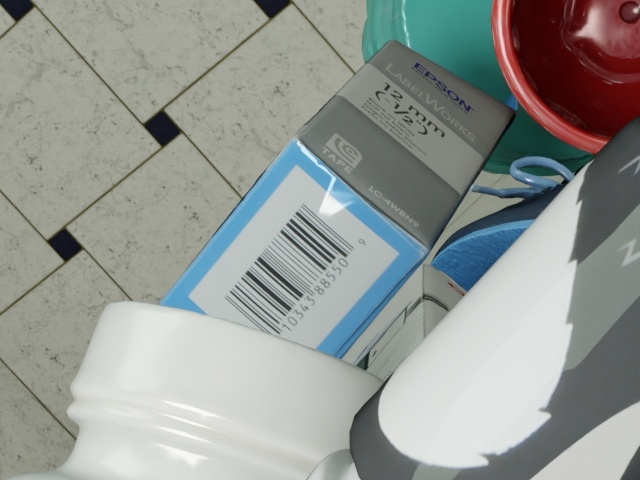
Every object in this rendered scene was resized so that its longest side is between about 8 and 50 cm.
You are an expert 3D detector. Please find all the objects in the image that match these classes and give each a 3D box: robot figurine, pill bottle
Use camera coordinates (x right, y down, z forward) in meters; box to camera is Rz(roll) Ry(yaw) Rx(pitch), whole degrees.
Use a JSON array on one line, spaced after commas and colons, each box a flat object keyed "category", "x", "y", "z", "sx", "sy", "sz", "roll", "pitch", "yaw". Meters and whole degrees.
[{"category": "robot figurine", "x": 0.107, "y": 0.070, "z": 0.596, "sx": 0.278, "sy": 0.173, "sz": 0.209, "roll": -48, "pitch": -37, "yaw": 12}, {"category": "pill bottle", "x": -0.072, "y": 0.193, "z": 0.714, "sx": 0.176, "sy": 0.176, "sz": 0.318, "roll": 148, "pitch": 141, "yaw": -75}]

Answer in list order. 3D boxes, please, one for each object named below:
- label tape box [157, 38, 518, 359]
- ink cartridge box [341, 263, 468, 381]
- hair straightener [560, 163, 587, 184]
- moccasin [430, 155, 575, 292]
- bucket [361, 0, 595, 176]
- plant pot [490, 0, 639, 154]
[{"category": "label tape box", "x": 0.000, "y": 0.000, "z": 1.280, "sx": 0.249, "sy": 0.115, "sz": 0.347, "roll": -51, "pitch": 2, "yaw": 26}, {"category": "ink cartridge box", "x": 0.079, "y": 0.096, "z": 0.891, "sx": 0.082, "sy": 0.140, "sz": 0.190, "roll": -51, "pitch": 4, "yaw": 7}, {"category": "hair straightener", "x": 0.155, "y": 0.022, "z": 1.441, "sx": 0.230, "sy": 0.047, "sz": 0.089, "roll": -45, "pitch": 5, "yaw": 4}, {"category": "moccasin", "x": 0.124, "y": 0.020, "z": 1.126, "sx": 0.117, "sy": 0.138, "sz": 0.342, "roll": -46, "pitch": 4, "yaw": -23}, {"category": "bucket", "x": 0.173, "y": -0.183, "z": 1.527, "sx": 0.281, "sy": 0.281, "sz": 0.183, "roll": -49, "pitch": 6, "yaw": 0}, {"category": "plant pot", "x": 0.218, "y": -0.156, "z": 1.345, "sx": 0.191, "sy": 0.191, "sz": 0.174, "roll": -49, "pitch": -1, "yaw": 9}]
